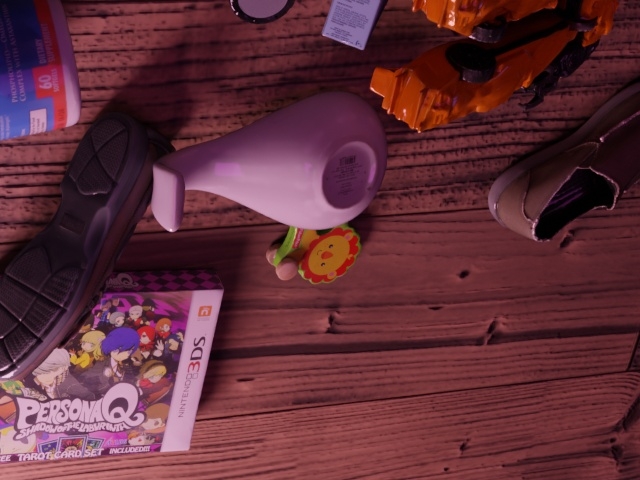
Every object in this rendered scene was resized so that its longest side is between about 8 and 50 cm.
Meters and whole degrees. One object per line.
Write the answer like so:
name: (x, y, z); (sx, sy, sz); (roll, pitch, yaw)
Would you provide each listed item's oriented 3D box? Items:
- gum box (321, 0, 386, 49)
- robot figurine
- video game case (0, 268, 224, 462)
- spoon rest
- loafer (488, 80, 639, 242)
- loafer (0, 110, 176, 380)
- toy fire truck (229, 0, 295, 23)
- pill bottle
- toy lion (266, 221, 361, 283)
gum box: (0.060, -0.273, 1.411); (0.041, 0.157, 0.184); (21, 121, 2)
robot figurine: (0.174, -0.209, 1.496); (0.291, 0.085, 0.211); (-28, 143, -42)
video game case: (-0.225, 0.125, 1.668); (0.232, 0.042, 0.210); (-1, 124, -23)
spoon rest: (-0.047, -0.066, 1.561); (0.276, 0.084, 0.137); (-10, 116, -40)
loafer: (0.294, -0.073, 1.710); (0.251, 0.087, 0.094); (-34, 132, 4)
loafer: (-0.212, 0.016, 1.533); (0.084, 0.096, 0.268); (23, 98, -51)
toy fire truck: (-0.047, -0.335, 1.339); (0.217, 0.158, 0.246); (29, 121, -37)
pill bottle: (-0.315, -0.132, 1.373); (0.221, 0.124, 0.124); (-13, 130, -15)
toy lion: (0.000, 0.000, 1.680); (0.096, 0.034, 0.100); (-3, 126, -31)
